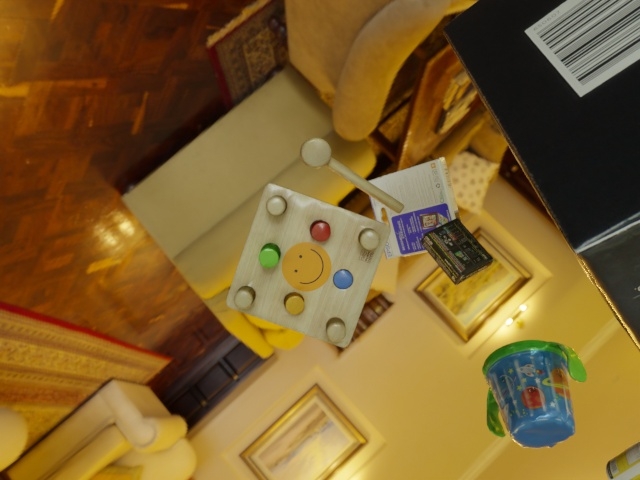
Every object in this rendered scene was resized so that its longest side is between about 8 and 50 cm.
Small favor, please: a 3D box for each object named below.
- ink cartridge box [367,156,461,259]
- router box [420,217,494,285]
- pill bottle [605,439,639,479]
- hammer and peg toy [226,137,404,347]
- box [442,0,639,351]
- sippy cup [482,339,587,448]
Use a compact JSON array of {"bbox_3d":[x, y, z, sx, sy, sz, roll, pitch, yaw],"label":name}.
[{"bbox_3d":[0.225,-0.073,1.434,0.208,0.207,0.045,-14,-178,37],"label":"ink cartridge box"},{"bbox_3d":[0.278,0.022,1.223,0.092,0.122,0.038,-22,151,-27],"label":"router box"},{"bbox_3d":[0.728,0.490,1.313,0.103,0.103,0.184,-29,157,-49],"label":"pill bottle"},{"bbox_3d":[0.000,0.000,1.133,0.127,0.265,0.362,-93,-157,-84],"label":"hammer and peg toy"},{"bbox_3d":[0.431,-0.080,0.719,0.297,0.471,0.480,-34,-145,22],"label":"box"},{"bbox_3d":[0.576,0.427,1.622,0.239,0.224,0.306,-6,134,7],"label":"sippy cup"}]
